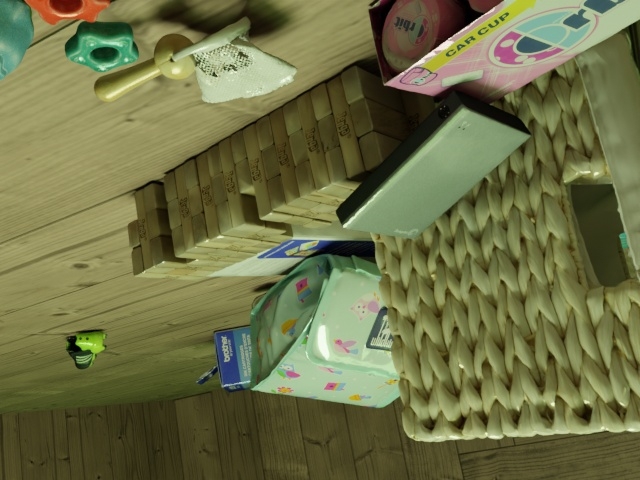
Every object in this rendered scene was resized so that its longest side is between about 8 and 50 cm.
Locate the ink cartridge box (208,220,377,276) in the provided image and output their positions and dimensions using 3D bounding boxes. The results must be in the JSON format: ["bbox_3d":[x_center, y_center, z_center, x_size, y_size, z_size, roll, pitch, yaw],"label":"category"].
[{"bbox_3d":[0.000,0.000,0.929,0.371,0.069,0.176,4,160,-38],"label":"ink cartridge box"}]

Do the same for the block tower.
[{"bbox_3d":[-0.049,-0.050,0.656,0.336,0.090,0.097,-22,162,34],"label":"block tower"}]

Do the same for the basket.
[{"bbox_3d":[0.233,0.028,0.692,0.267,0.328,0.331,-16,165,27],"label":"basket"}]

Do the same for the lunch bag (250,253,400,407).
[{"bbox_3d":[0.048,0.119,0.949,0.224,0.160,0.262,15,142,-24],"label":"lunch bag"}]

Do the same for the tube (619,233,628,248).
[{"bbox_3d":[0.530,-0.027,1.229,0.080,0.052,0.207,10,176,30],"label":"tube"}]

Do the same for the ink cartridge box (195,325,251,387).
[{"bbox_3d":[-0.132,0.305,1.827,0.396,0.151,0.270,-8,165,-5],"label":"ink cartridge box"}]

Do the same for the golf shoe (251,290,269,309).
[{"bbox_3d":[-0.041,0.101,1.313,0.186,0.067,0.086,-15,-158,-12],"label":"golf shoe"}]

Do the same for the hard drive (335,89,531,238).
[{"bbox_3d":[0.087,-0.053,0.538,0.094,0.022,0.135,8,138,-44],"label":"hard drive"}]

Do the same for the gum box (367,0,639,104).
[{"bbox_3d":[0.135,-0.159,0.432,0.107,0.062,0.188,2,161,-40],"label":"gum box"}]

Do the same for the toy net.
[{"bbox_3d":[-0.117,-0.129,0.414,0.232,0.045,0.122,-4,162,-29],"label":"toy net"}]

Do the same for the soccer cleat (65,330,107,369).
[{"bbox_3d":[-0.510,0.231,1.467,0.072,0.060,0.179,9,151,-28],"label":"soccer cleat"}]
